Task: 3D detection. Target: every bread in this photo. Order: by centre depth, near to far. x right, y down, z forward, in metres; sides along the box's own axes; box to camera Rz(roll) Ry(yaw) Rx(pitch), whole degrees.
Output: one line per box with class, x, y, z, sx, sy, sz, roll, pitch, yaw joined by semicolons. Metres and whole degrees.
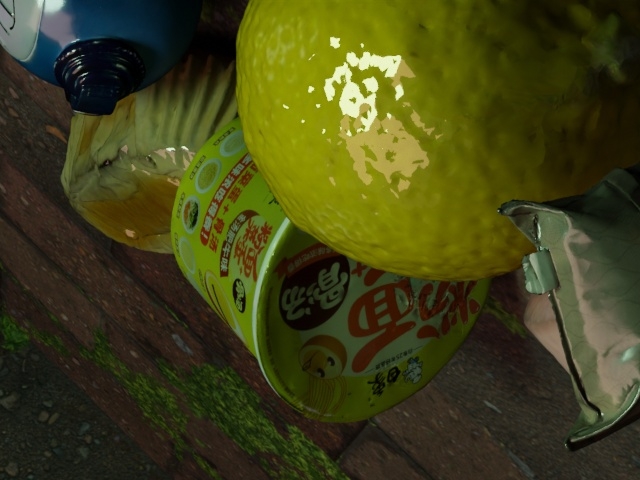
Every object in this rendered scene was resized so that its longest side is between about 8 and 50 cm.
bread;-0.171;-0.109;1.670;0.236;0.183;0.389;42;153;-29

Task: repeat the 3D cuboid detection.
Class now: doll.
doll;-0.229;-0.284;1.421;0.310;0.240;0.284;119;147;-50

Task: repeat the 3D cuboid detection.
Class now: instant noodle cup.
instant noodle cup;0.000;0.000;1.435;0.221;0.311;0.311;33;152;46

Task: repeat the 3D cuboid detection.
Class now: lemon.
lemon;0.093;-0.122;1.063;0.336;0.336;0.336;35;152;22

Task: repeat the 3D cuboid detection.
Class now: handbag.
handbag;0.243;0.006;0.879;0.117;0.270;0.182;-4;105;70

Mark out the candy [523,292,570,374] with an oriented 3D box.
candy;0.267;0.009;1.073;0.094;0.255;0.255;47;154;-2
